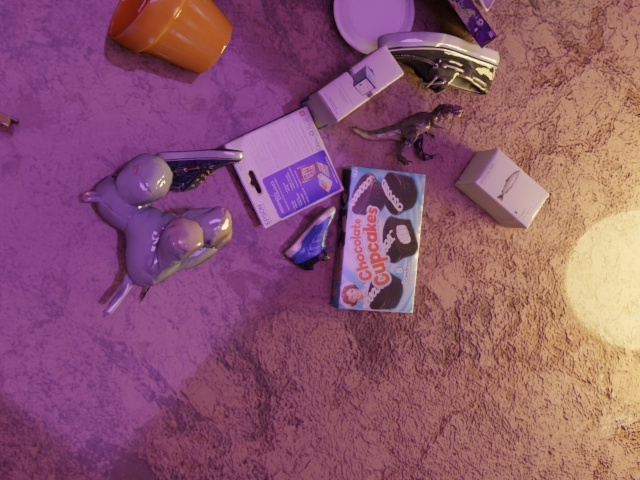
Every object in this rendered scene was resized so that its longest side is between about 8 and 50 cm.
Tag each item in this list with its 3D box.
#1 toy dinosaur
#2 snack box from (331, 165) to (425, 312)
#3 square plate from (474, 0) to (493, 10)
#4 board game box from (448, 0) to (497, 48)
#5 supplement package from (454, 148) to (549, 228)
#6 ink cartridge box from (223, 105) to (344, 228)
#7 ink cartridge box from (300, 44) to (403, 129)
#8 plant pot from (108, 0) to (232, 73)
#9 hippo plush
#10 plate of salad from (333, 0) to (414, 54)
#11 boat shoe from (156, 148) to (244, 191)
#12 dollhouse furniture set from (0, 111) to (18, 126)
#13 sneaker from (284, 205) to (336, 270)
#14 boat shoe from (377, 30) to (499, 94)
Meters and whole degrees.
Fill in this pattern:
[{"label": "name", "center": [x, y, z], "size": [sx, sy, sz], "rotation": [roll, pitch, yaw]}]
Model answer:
[{"label": "toy dinosaur", "center": [0.209, -0.237, 1.815], "size": [0.268, 0.064, 0.118], "rotation": [-17, 91, -16]}, {"label": "snack box", "center": [0.132, 0.000, 1.794], "size": [0.187, 0.060, 0.322], "rotation": [5, 91, -19]}, {"label": "square plate", "center": [0.322, -0.720, 1.671], "size": [0.347, 0.049, 0.344], "rotation": [53, 51, -31]}, {"label": "board game box", "center": [0.268, -0.592, 1.746], "size": [0.056, 0.208, 0.347], "rotation": [-36, 105, 13]}, {"label": "supplement package", "center": [0.431, -0.122, 1.869], "size": [0.179, 0.105, 0.105], "rotation": [37, 81, -16]}, {"label": "ink cartridge box", "center": [-0.082, -0.160, 1.721], "size": [0.208, 0.045, 0.206], "rotation": [-27, 100, -16]}, {"label": "ink cartridge box", "center": [0.067, -0.333, 1.716], "size": [0.190, 0.139, 0.082], "rotation": [-39, 102, -14]}, {"label": "plant pot", "center": [-0.287, -0.439, 1.572], "size": [0.188, 0.205, 0.205], "rotation": [31, 82, -33]}, {"label": "hippo plush", "center": [-0.334, -0.046, 1.587], "size": [0.294, 0.234, 0.237], "rotation": [-36, 84, 27]}, {"label": "plate of salad", "center": [0.119, -0.519, 1.774], "size": [0.199, 0.048, 0.200], "rotation": [-3, 97, -20]}, {"label": "boat shoe", "center": [-0.248, -0.148, 1.641], "size": [0.183, 0.065, 0.083], "rotation": [-2, 100, 5]}, {"label": "dollhouse furniture set", "center": [-0.636, -0.213, 1.494], "size": [0.091, 0.114, 0.081], "rotation": [24, 89, -21]}, {"label": "sneaker", "center": [0.000, 0.000, 1.748], "size": [0.084, 0.058, 0.152], "rotation": [43, 83, -10]}, {"label": "boat shoe", "center": [0.276, -0.395, 1.780], "size": [0.335, 0.121, 0.119], "rotation": [3, 93, -29]}]
